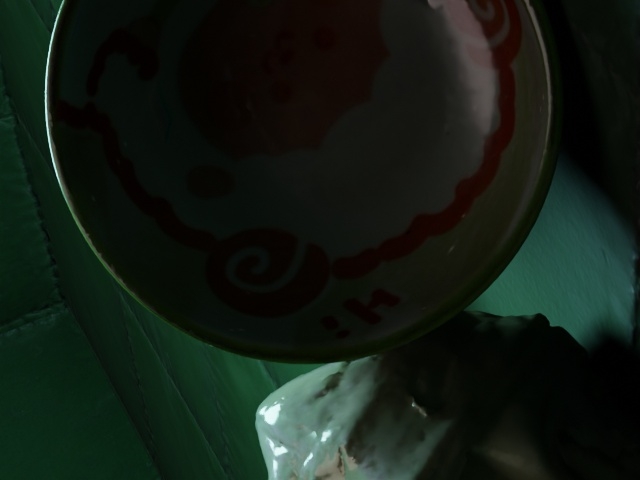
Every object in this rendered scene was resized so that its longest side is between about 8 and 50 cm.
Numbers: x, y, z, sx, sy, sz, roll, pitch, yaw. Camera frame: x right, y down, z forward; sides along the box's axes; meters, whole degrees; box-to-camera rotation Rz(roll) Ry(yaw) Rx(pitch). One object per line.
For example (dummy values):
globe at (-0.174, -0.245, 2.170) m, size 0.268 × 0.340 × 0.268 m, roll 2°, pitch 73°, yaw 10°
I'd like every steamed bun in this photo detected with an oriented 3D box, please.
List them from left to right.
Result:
steamed bun at (0.116, 0.175, 1.235) m, size 0.207 × 0.268 × 0.280 m, roll -34°, pitch 53°, yaw 38°

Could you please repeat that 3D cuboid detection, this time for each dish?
dish at (-0.004, -0.092, 1.225) m, size 0.124 × 0.324 × 0.324 m, roll -43°, pitch -67°, yaw -76°
